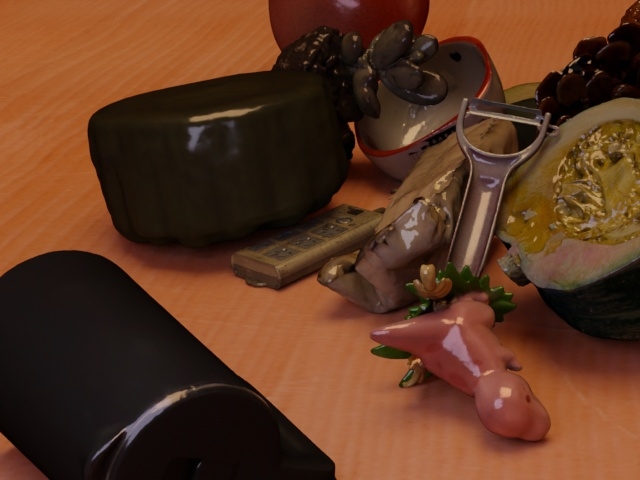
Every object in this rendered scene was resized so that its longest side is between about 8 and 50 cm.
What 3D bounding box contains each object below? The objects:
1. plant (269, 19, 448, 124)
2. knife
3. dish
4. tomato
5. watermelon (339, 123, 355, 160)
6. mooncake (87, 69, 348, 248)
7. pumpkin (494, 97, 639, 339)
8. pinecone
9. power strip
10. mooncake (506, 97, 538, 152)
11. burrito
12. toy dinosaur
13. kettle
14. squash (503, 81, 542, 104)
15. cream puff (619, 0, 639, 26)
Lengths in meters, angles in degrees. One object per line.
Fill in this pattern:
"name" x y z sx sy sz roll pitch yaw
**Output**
"plant" 0.055 -0.252 1.970 0.274 0.146 0.149 -4 58 41
"knife" 0.194 -0.039 1.516 0.123 0.053 0.278 9 59 15
"dish" 0.181 -0.184 2.018 0.256 0.117 0.256 -26 35 21
"tomato" 0.048 -0.443 2.482 0.321 0.321 0.321 -3 23 1
"watermelon" 0.003 -0.170 2.114 0.075 0.092 0.181 -17 36 -6
"mooncake" -0.140 -0.118 1.851 0.356 0.194 0.356 -7 15 2
"pumpkin" 0.354 0.001 1.501 0.263 0.197 0.293 -37 29 12
"pinecone" 0.445 -0.165 1.822 0.298 0.242 0.296 20 26 1
"power strip" 0.000 0.000 1.774 0.092 0.034 0.268 17 30 41
"mooncake" 0.361 -0.164 2.026 0.168 0.104 0.175 -7 20 0
"burrito" 0.141 -0.019 1.656 0.190 0.135 0.332 -27 11 36
"toy dinosaur" 0.136 0.130 1.357 0.194 0.152 0.177 37 22 -10
"kettle" -0.172 0.172 1.256 0.203 0.262 0.308 -49 41 -10
"squash" 0.422 -0.227 2.233 0.252 0.049 0.252 -3 22 1
"cream puff" 0.657 -0.357 2.302 0.303 0.212 0.303 -6 19 2
